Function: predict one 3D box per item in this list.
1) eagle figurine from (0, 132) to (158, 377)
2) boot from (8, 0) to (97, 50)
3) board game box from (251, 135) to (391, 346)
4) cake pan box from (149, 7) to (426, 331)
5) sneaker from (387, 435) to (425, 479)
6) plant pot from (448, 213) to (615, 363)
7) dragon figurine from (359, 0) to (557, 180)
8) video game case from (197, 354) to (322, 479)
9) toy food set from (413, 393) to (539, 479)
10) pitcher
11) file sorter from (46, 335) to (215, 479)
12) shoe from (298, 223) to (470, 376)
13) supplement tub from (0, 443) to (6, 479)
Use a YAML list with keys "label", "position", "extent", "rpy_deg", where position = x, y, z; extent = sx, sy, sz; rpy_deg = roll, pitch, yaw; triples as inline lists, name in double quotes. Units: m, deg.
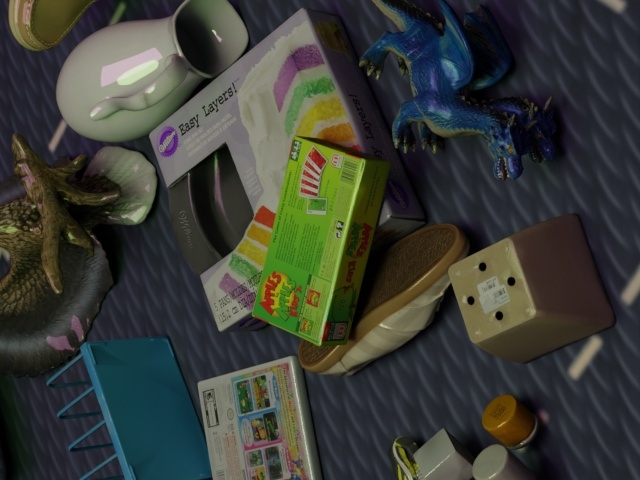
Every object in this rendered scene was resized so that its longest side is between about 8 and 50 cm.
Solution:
- label: "eagle figurine"
  position: [-0.339, -0.002, 1.739]
  extent: [0.226, 0.225, 0.298]
  rpy_deg: [-64, 4, -30]
- label: "boot"
  position: [-0.208, -0.304, 1.629]
  extent: [0.203, 0.095, 0.262]
  rpy_deg: [23, 76, 35]
- label: "board game box"
  position: [0.000, 0.000, 1.429]
  extent: [0.092, 0.043, 0.181]
  rpy_deg: [21, 102, 38]
- label: "cake pan box"
  position: [-0.045, -0.066, 1.539]
  extent: [0.267, 0.070, 0.246]
  rpy_deg: [-33, 67, 34]
- label: "sneaker"
  position: [0.091, 0.229, 1.448]
  extent: [0.083, 0.031, 0.035]
  rpy_deg: [68, 159, 7]
- label: "plant pot"
  position: [0.177, 0.043, 1.330]
  extent: [0.109, 0.096, 0.109]
  rpy_deg: [-28, 71, 36]
- label: "dragon figurine"
  position: [0.120, -0.173, 1.388]
  extent: [0.144, 0.085, 0.289]
  rpy_deg: [-30, 71, 36]
- label: "video game case"
  position: [-0.064, 0.212, 1.581]
  extent: [0.143, 0.019, 0.157]
  rpy_deg: [-19, 77, 38]
- label: "toy food set"
  position: [0.129, 0.257, 1.373]
  extent: [0.232, 0.104, 0.111]
  rpy_deg: [-43, 27, 8]
- label: "pitcher"
  position: [-0.197, -0.170, 1.604]
  extent: [0.207, 0.178, 0.125]
  rpy_deg: [-22, 111, 35]
- label: "file sorter"
  position: [-0.213, 0.205, 1.644]
  extent: [0.104, 0.118, 0.170]
  rpy_deg: [-37, 67, 37]
- label: "shoe"
  position: [0.070, 0.062, 1.453]
  extent: [0.219, 0.058, 0.076]
  rpy_deg: [-41, 34, 28]
- label: "supplement tub"
  position: [-0.511, 0.172, 1.846]
  extent: [0.193, 0.193, 0.316]
  rpy_deg: [-27, 73, 37]
